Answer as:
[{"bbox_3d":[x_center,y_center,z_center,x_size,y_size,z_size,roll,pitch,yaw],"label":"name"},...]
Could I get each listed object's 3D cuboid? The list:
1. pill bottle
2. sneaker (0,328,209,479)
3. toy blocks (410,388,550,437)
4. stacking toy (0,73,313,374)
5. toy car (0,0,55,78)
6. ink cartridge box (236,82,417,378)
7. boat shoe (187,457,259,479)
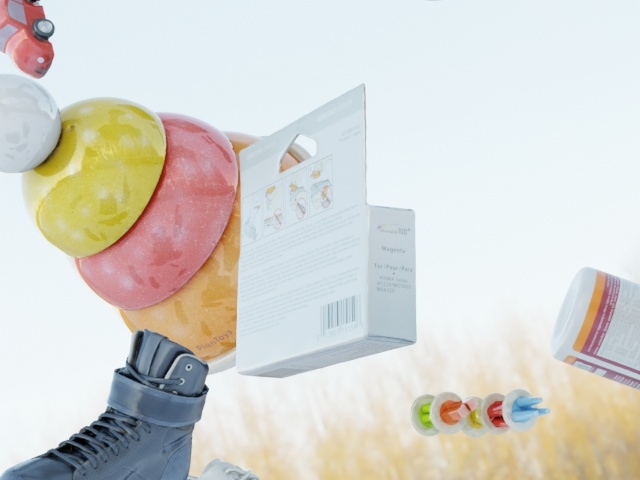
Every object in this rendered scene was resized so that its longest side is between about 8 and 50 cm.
[{"bbox_3d":[0.398,0.122,1.980,0.221,0.121,0.121,20,-19,0],"label":"pill bottle"},{"bbox_3d":[-0.189,0.161,1.470,0.086,0.163,0.226,25,15,33],"label":"sneaker"},{"bbox_3d":[0.197,0.208,1.998,0.123,0.054,0.148,5,-12,-28],"label":"toy blocks"},{"bbox_3d":[-0.247,-0.069,2.053,0.350,0.351,0.480,-27,-42,28],"label":"stacking toy"},{"bbox_3d":[-0.328,-0.281,1.638,0.053,0.239,0.225,-3,7,-31],"label":"toy car"},{"bbox_3d":[0.000,0.000,1.609,0.060,0.239,0.275,8,-15,-27],"label":"ink cartridge box"},{"bbox_3d":[-0.104,0.275,1.742,0.267,0.088,0.096,2,-10,30],"label":"boat shoe"}]
